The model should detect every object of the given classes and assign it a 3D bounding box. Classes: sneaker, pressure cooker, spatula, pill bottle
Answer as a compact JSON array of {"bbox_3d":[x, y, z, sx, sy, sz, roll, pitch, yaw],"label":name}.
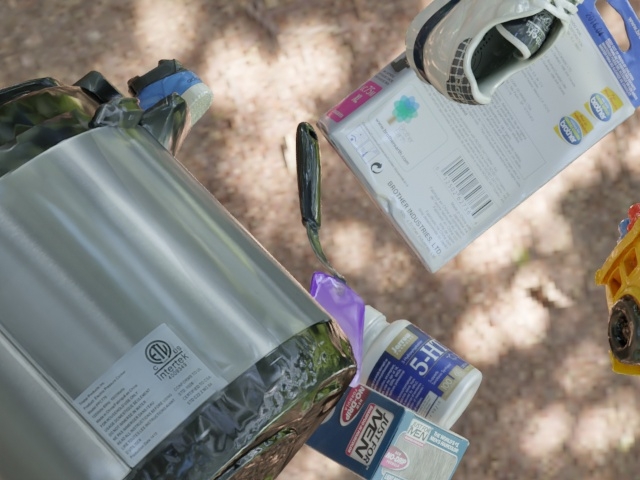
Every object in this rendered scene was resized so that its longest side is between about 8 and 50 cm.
[{"bbox_3d":[-0.200,-0.141,1.836,0.084,0.152,0.058,46,11,20],"label":"sneaker"},{"bbox_3d":[-0.222,0.074,1.332,0.420,0.375,0.370,44,34,10],"label":"pressure cooker"},{"bbox_3d":[0.174,-0.198,1.243,0.235,0.095,0.090,-49,121,0],"label":"sneaker"},{"bbox_3d":[0.000,0.000,1.529,0.084,0.030,0.296,33,35,-42],"label":"spatula"},{"bbox_3d":[0.116,0.175,2.187,0.187,0.112,0.112,34,45,15],"label":"pill bottle"}]

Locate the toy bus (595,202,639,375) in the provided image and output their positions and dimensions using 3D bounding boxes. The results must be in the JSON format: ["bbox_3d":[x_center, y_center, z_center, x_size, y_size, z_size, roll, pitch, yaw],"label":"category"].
[{"bbox_3d":[0.408,0.023,1.816,0.149,0.220,0.211,1,57,-18],"label":"toy bus"}]

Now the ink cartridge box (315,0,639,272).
[{"bbox_3d":[0.171,-0.135,1.543,0.311,0.065,0.186,-38,115,-1],"label":"ink cartridge box"}]

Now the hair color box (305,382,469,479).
[{"bbox_3d":[0.002,0.216,2.075,0.174,0.347,0.105,32,84,-52],"label":"hair color box"}]
